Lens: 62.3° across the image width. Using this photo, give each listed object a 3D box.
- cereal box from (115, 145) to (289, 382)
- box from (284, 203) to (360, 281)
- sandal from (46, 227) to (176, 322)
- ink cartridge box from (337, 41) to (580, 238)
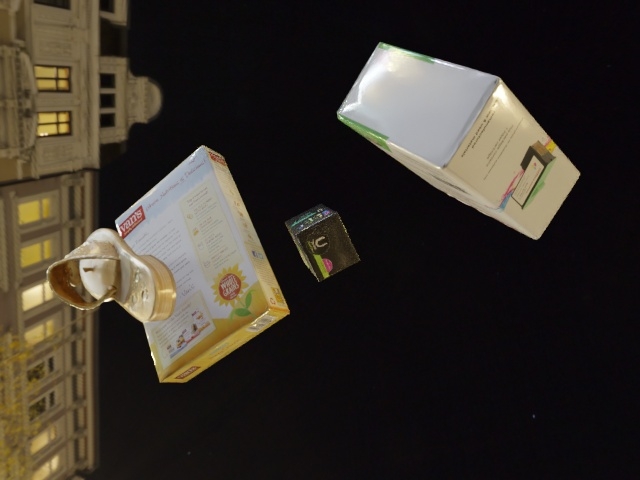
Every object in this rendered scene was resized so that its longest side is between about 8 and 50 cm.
[{"bbox_3d":[-0.155,0.026,0.647,0.173,0.047,0.240,-35,-118,19],"label":"cereal box"},{"bbox_3d":[0.000,0.000,0.596,0.052,0.083,0.062,-28,-74,-7],"label":"box"},{"bbox_3d":[-0.249,0.035,0.572,0.240,0.079,0.088,12,-82,45],"label":"sandal"},{"bbox_3d":[0.192,-0.127,0.714,0.201,0.278,0.117,39,-79,44],"label":"ink cartridge box"}]
